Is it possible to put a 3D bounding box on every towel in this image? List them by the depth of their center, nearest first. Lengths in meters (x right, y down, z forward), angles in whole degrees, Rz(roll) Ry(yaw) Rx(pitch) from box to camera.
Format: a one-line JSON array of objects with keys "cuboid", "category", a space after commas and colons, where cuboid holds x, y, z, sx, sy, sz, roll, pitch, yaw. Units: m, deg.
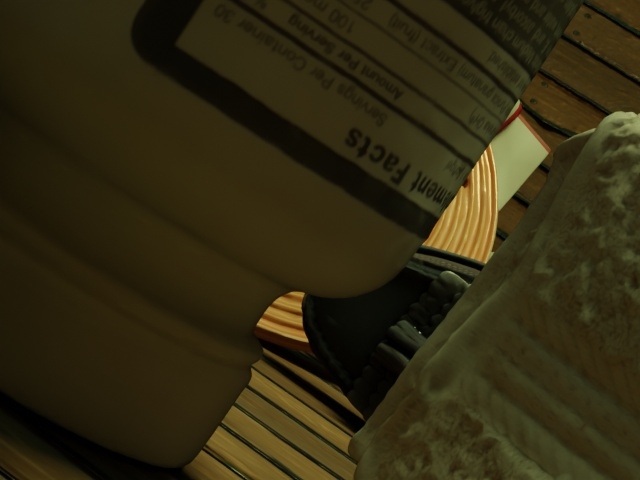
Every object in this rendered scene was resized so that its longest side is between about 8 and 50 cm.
[{"cuboid": [0.138, 0.081, 0.615, 0.282, 0.187, 0.049, 35, -1, 43], "category": "towel"}]

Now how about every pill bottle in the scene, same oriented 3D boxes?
[{"cuboid": [-0.009, -0.093, 0.594, 0.176, 0.318, 0.176, 34, 3, -2], "category": "pill bottle"}]

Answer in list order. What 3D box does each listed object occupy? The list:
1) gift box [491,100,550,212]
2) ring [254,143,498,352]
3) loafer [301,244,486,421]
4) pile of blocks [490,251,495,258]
[{"cuboid": [0.026, -0.099, 1.788, 0.276, 0.255, 0.258, 38, -2, -37], "category": "gift box"}, {"cuboid": [-0.032, -0.082, 1.104, 0.337, 0.032, 0.336, 22, 50, -28], "category": "ring"}, {"cuboid": [0.111, 0.097, 0.908, 0.302, 0.109, 0.095, 37, 8, 15], "category": "loafer"}, {"cuboid": [0.000, 0.000, 1.518, 0.362, 0.149, 0.112, 44, -36, 24], "category": "pile of blocks"}]
